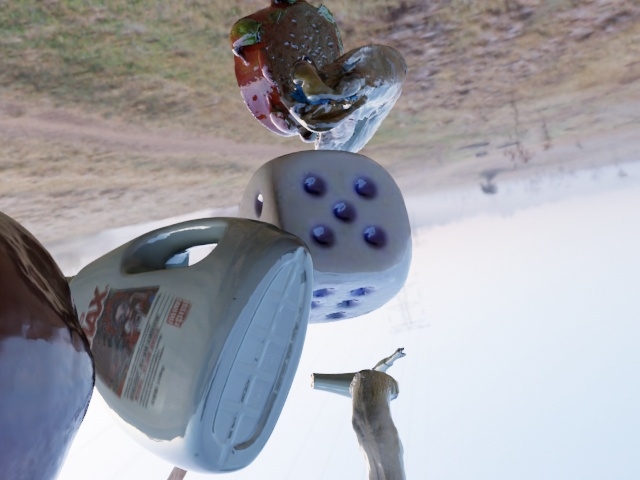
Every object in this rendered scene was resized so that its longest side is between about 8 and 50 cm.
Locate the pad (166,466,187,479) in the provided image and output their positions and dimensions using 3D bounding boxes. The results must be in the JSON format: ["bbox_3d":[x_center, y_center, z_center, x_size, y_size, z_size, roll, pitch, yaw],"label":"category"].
[{"bbox_3d":[-0.195,0.316,1.173,0.113,0.006,0.188,-33,-156,59],"label":"pad"}]

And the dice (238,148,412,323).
[{"bbox_3d":[0.000,0.000,0.956,0.194,0.192,0.193,0,157,-24],"label":"dice"}]

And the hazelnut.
[{"bbox_3d":[-0.207,0.059,0.369,0.178,0.178,0.204,-15,-137,-14],"label":"hazelnut"}]

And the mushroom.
[{"bbox_3d":[0.075,0.256,0.858,0.059,0.202,0.054,-29,142,30],"label":"mushroom"}]

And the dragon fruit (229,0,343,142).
[{"bbox_3d":[-0.061,-0.329,1.323,0.130,0.295,0.268,2,-170,45],"label":"dragon fruit"}]

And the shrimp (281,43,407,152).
[{"bbox_3d":[0.037,-0.206,1.074,0.221,0.110,0.445,-56,170,15],"label":"shrimp"}]

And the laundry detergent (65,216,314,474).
[{"bbox_3d":[-0.197,0.087,0.828,0.398,0.264,0.124,10,167,44],"label":"laundry detergent"}]

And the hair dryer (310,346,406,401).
[{"bbox_3d":[0.064,0.239,1.266,0.167,0.067,0.199,-1,147,0],"label":"hair dryer"}]
